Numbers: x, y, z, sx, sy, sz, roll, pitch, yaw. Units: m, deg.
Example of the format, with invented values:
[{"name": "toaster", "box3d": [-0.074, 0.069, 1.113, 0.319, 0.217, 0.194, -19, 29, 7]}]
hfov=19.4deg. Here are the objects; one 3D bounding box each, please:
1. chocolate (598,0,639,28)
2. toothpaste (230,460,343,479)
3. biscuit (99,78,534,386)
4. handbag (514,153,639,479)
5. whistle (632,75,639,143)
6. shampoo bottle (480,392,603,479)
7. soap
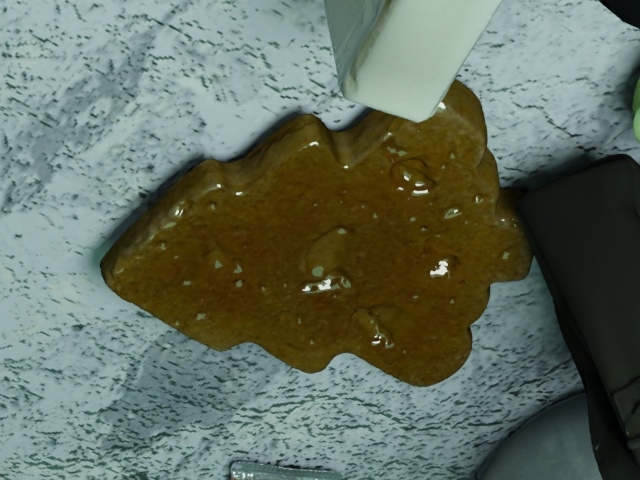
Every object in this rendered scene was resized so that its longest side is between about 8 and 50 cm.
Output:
[{"name": "chocolate", "box3d": [0.264, -0.265, 0.979, 0.340, 0.210, 0.225, -21, 138, 12]}, {"name": "toothpaste", "box3d": [-0.050, 0.269, 1.521, 0.089, 0.057, 0.234, 7, 122, -12]}, {"name": "biscuit", "box3d": [0.000, -0.001, 1.284, 0.301, 0.043, 0.278, -2, 133, -9]}, {"name": "handbag", "box3d": [0.254, 0.098, 1.253, 0.113, 0.257, 0.285, -33, 138, 22]}, {"name": "whistle", "box3d": [0.278, -0.058, 1.244, 0.085, 0.105, 0.227, 4, 149, 48]}, {"name": "shampoo bottle", "box3d": [0.248, 0.269, 1.414, 0.273, 0.266, 0.273, -4, 130, -4]}, {"name": "soap", "box3d": [0.048, -0.170, 1.047, 0.064, 0.183, 0.121, 14, 129, -20]}]
